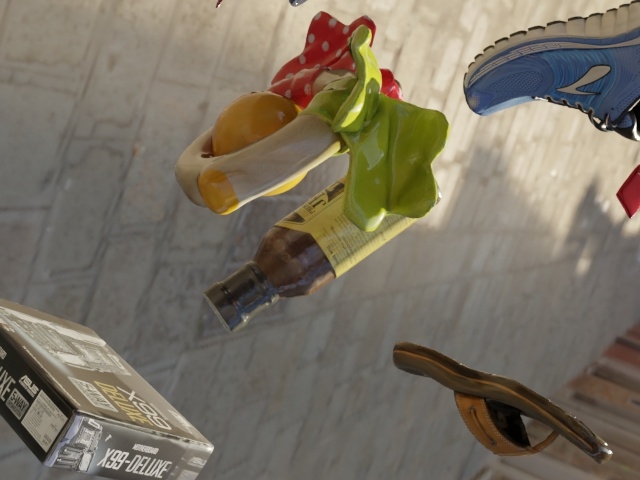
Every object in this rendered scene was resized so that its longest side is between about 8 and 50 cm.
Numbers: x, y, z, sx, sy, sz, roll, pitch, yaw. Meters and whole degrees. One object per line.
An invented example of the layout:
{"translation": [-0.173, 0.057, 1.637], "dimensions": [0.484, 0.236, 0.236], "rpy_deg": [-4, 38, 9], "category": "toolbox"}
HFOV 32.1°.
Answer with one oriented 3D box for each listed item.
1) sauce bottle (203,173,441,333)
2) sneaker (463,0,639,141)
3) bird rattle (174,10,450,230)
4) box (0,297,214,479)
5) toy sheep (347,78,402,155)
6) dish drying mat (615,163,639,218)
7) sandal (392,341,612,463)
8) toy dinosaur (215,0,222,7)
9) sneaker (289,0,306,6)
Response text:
{"translation": [0.000, 0.000, 1.504], "dimensions": [0.344, 0.111, 0.111], "rpy_deg": [-35, 152, -11], "category": "sauce bottle"}
{"translation": [0.304, -0.176, 1.241], "dimensions": [0.130, 0.330, 0.147], "rpy_deg": [-12, 92, -47], "category": "sneaker"}
{"translation": [-0.022, -0.099, 0.858], "dimensions": [0.207, 0.253, 0.143], "rpy_deg": [-28, 118, -6], "category": "bird rattle"}
{"translation": [-0.311, 0.185, 1.384], "dimensions": [0.242, 0.307, 0.076], "rpy_deg": [28, 95, -50], "category": "box"}
{"translation": [0.037, -0.142, 1.262], "dimensions": [0.132, 0.091, 0.091], "rpy_deg": [-35, 171, 20], "category": "toy sheep"}
{"translation": [0.336, -0.054, 1.182], "dimensions": [0.032, 0.008, 0.083], "rpy_deg": [58, 40, -7], "category": "dish drying mat"}
{"translation": [0.141, 0.142, 0.916], "dimensions": [0.090, 0.219, 0.060], "rpy_deg": [33, 80, -51], "category": "sandal"}
{"translation": [-0.096, -0.332, 1.374], "dimensions": [0.047, 0.082, 0.090], "rpy_deg": [-35, 129, -38], "category": "toy dinosaur"}
{"translation": [-0.019, -0.366, 1.537], "dimensions": [0.059, 0.053, 0.144], "rpy_deg": [57, 28, -14], "category": "sneaker"}
